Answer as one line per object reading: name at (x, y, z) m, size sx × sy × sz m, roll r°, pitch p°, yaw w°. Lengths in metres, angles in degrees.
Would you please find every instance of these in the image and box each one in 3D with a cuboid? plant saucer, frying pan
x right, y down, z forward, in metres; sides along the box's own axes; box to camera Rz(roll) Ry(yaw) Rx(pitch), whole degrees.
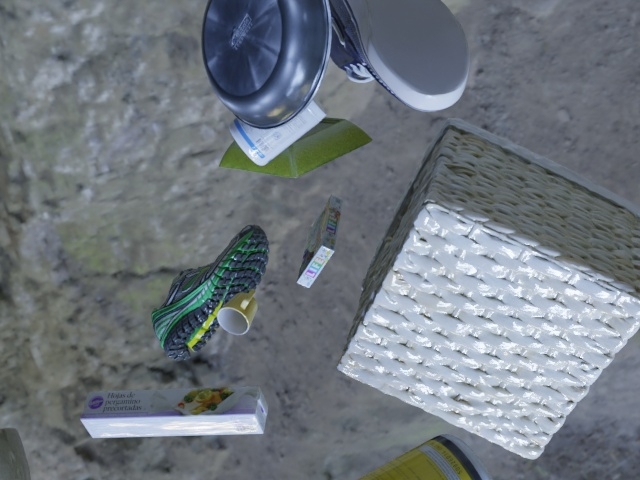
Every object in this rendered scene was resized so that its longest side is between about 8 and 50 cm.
plant saucer at (-0.044, -0.163, 1.528) m, size 0.188 × 0.188 × 0.045 m, roll 12°, pitch 120°, yaw 43°
frying pan at (-0.081, -0.280, 1.007) m, size 0.197 × 0.053 × 0.326 m, roll -21°, pitch 80°, yaw 45°

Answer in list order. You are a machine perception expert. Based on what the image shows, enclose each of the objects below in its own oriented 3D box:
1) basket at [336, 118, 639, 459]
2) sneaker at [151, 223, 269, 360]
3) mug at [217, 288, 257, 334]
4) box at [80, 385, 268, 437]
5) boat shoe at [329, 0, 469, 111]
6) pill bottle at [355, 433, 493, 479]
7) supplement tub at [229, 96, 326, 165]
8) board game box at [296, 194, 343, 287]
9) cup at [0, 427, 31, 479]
basket at (0.239, 0.070, 1.286) m, size 0.331 × 0.266 × 0.328 m, roll 25°, pitch 122°, yaw 0°
sneaker at (-0.251, 0.091, 2.034) m, size 0.146 × 0.343 × 0.134 m, roll 47°, pitch -173°, yaw 30°
mug at (-0.137, 0.124, 1.669) m, size 0.078 × 0.064 × 0.062 m, roll -17°, pitch 114°, yaw 34°
box at (-0.256, 0.302, 1.640) m, size 0.063 × 0.324 × 0.067 m, roll -82°, pitch -18°, yaw -44°
boat shoe at (0.087, -0.252, 1.217) m, size 0.158 × 0.127 × 0.340 m, roll 97°, pitch 159°, yaw -51°
pill bottle at (0.058, 0.250, 0.802) m, size 0.103 × 0.184 × 0.103 m, roll 53°, pitch 157°, yaw 34°
supplement tub at (-0.054, -0.150, 1.162) m, size 0.071 × 0.107 × 0.071 m, roll 51°, pitch -171°, yaw -11°
board game box at (0.000, 0.000, 1.715) m, size 0.026 × 0.154 × 0.103 m, roll 25°, pitch 128°, yaw -11°
cup at (-0.663, 0.531, 1.717) m, size 0.237 × 0.331 × 0.331 m, roll 59°, pitch 150°, yaw 11°
